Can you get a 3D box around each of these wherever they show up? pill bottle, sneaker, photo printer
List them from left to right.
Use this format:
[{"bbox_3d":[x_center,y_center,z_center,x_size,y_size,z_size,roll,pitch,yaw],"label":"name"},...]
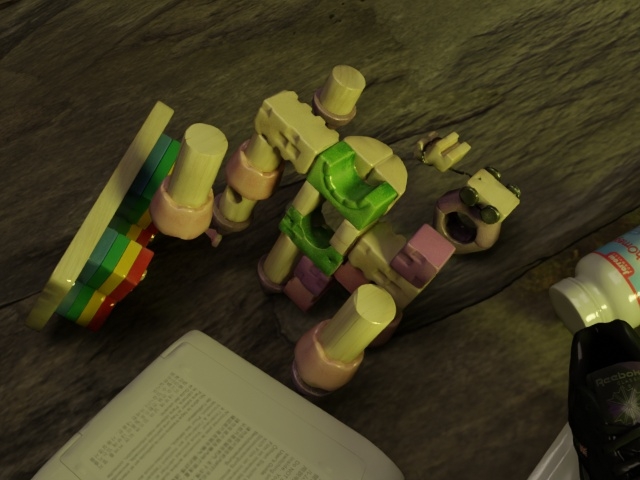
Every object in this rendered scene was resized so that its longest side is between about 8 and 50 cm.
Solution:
[{"bbox_3d":[-0.092,0.249,0.637,0.308,0.107,0.256,25,55,31],"label":"photo printer"},{"bbox_3d":[0.214,0.158,0.464,0.107,0.124,0.283,-18,18,17],"label":"sneaker"},{"bbox_3d":[0.321,0.037,0.681,0.160,0.087,0.087,-29,49,-3],"label":"pill bottle"}]

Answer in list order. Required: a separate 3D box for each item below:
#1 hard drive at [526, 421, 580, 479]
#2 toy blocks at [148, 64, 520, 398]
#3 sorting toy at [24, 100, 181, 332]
[{"bbox_3d":[0.304,0.308,0.505,0.353,0.047,0.233,30,68,36],"label":"hard drive"},{"bbox_3d":[0.000,0.000,0.773,0.288,0.260,0.309,44,49,10],"label":"toy blocks"},{"bbox_3d":[-0.259,-0.007,0.859,0.255,0.089,0.257,-32,32,56],"label":"sorting toy"}]
